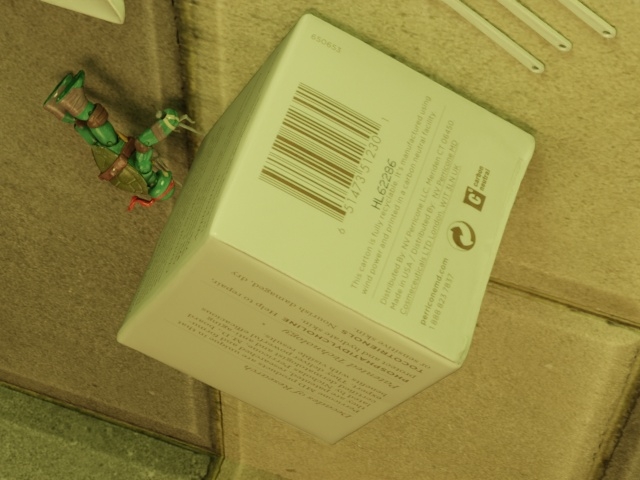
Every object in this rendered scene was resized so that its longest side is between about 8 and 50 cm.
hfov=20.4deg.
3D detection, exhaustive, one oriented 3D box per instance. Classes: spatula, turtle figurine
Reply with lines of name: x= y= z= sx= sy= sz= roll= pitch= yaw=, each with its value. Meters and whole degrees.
spatula: x=0.190 y=-0.262 z=1.898 sx=0.242 sy=0.019 sz=0.168 roll=34 pitch=149 yaw=-22
turtle figurine: x=-0.253 y=-0.128 z=2.361 sx=0.234 sy=0.118 sz=0.175 roll=39 pitch=148 yaw=-19

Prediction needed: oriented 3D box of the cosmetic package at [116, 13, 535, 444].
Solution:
cosmetic package: x=0.000 y=0.000 z=2.167 sx=0.327 sy=0.329 sz=0.394 roll=27 pitch=153 yaw=-11

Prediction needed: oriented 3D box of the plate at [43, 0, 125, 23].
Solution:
plate: x=-0.337 y=-0.367 z=1.929 sx=0.278 sy=0.045 sz=0.277 roll=23 pitch=153 yaw=51
